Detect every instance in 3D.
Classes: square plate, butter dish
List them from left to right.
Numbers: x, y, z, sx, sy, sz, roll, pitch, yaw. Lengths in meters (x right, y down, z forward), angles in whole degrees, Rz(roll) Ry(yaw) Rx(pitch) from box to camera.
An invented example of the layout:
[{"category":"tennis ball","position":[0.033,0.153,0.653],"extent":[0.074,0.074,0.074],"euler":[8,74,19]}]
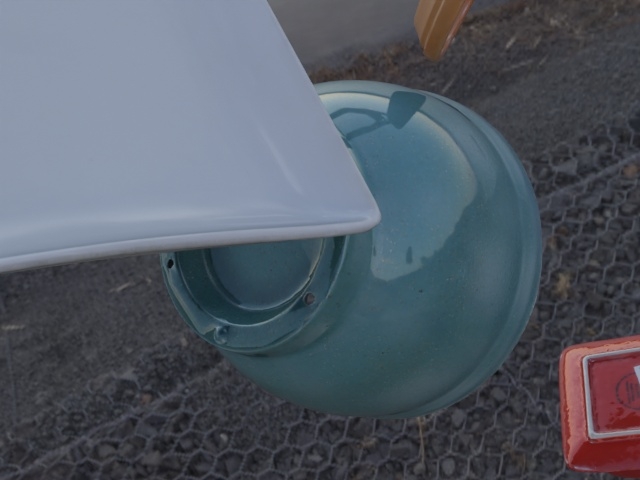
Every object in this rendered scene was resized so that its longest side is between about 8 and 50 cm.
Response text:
[{"category":"square plate","position":[-0.177,-0.116,0.458],"extent":[0.347,0.049,0.344],"euler":[-8,57,-32]},{"category":"butter dish","position":[0.339,0.186,0.792],"extent":[0.159,0.118,0.160],"euler":[-14,38,25]}]

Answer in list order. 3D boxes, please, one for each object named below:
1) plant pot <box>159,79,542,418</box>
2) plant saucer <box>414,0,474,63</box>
[{"category":"plant pot","position":[0.000,0.000,0.608],"extent":[0.292,0.196,0.293],"euler":[-5,81,35]},{"category":"plant saucer","position":[0.132,-0.250,0.657],"extent":[0.037,0.200,0.200],"euler":[28,57,4]}]
